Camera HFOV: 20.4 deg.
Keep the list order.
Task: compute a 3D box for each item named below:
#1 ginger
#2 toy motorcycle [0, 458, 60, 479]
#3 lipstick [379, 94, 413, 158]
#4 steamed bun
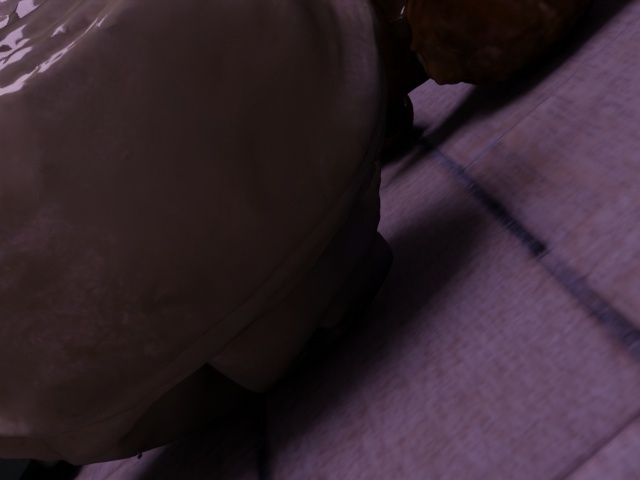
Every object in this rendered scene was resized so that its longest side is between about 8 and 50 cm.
[{"bbox_3d":[0.153,-0.251,1.339,0.254,0.176,0.418,-19,24,46],"label":"ginger"},{"bbox_3d":[-0.282,0.119,1.310,0.191,0.200,0.326,-40,8,4],"label":"toy motorcycle"},{"bbox_3d":[0.017,-0.116,1.553,0.077,0.077,0.418,-42,10,-2],"label":"lipstick"},{"bbox_3d":[-0.075,-0.032,1.020,0.339,0.247,0.352,-71,-7,-51],"label":"steamed bun"}]
